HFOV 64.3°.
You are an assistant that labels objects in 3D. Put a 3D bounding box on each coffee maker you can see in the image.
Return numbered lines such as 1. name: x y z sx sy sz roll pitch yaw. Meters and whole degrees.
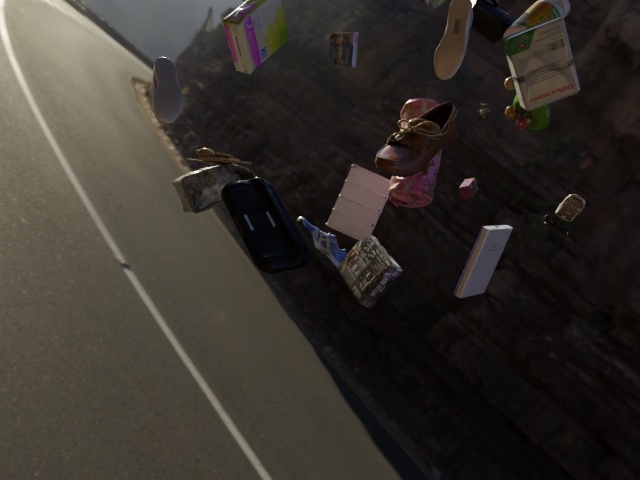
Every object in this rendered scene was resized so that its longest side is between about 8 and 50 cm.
1. coffee maker: 0.630 -0.842 1.958 0.178 0.171 0.120 27 -8 -16

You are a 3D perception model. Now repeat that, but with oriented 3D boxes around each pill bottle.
1. pill bottle: 0.816 -0.810 1.909 0.136 0.246 0.136 44 -12 12

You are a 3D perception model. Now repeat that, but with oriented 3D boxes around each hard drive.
1. hard drive: 0.691 0.087 2.160 0.210 0.318 0.040 -4 29 -43

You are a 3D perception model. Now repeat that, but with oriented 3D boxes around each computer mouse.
1. computer mouse: 0.883 -0.102 1.817 0.106 0.042 0.193 35 -32 15

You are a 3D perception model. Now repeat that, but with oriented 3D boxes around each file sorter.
1. file sorter: 0.161 -0.153 2.089 0.193 0.277 0.173 25 7 5

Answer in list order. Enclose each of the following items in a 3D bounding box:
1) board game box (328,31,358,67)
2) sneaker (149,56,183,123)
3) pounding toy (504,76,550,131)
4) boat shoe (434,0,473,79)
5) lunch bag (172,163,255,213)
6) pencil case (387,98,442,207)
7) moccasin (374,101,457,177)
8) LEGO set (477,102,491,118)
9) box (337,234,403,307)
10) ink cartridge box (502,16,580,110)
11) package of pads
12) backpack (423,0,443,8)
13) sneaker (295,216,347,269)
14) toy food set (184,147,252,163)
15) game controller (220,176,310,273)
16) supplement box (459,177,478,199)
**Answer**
1. board game box: 0.061 -0.518 1.389 0.090 0.090 0.020 15 17 42
2. sneaker: -0.561 -0.498 1.829 0.102 0.161 0.282 8 57 -27
3. pounding toy: 0.781 -0.515 1.986 0.236 0.110 0.183 65 -9 -19
4. boat shoe: 0.298 -0.442 1.128 0.066 0.184 0.063 8 0 29
5. lunch bag: -0.417 -0.226 2.037 0.235 0.287 0.168 11 -58 66
6. pencil case: 0.347 -0.310 1.838 0.160 0.385 0.167 14 -15 -11
7. moccasin: 0.286 -0.297 1.466 0.139 0.380 0.146 31 -41 34
8. LEGO set: 0.694 -0.557 2.164 0.023 0.054 0.083 81 -3 -60
9. box: 0.225 0.135 2.414 0.077 0.242 0.307 30 15 -33
10. ink cartridge box: 0.616 -0.492 1.427 0.087 0.153 0.208 -69 138 -66
11. package of pads: -0.259 -0.861 2.077 0.101 0.296 0.229 21 -34 24
12. backpack: 0.576 -1.225 2.442 0.144 0.166 0.188 41 -17 -4
13. sneaker: 0.000 0.000 1.699 0.211 0.081 0.080 49 -19 -5
14. toy food set: -0.311 -0.259 1.561 0.192 0.038 0.132 7 6 35
15. game controller: -0.155 -0.048 1.414 0.319 0.167 0.067 60 -31 26
16. supplement box: 0.577 -0.201 1.984 0.083 0.043 0.054 -42 118 -48
